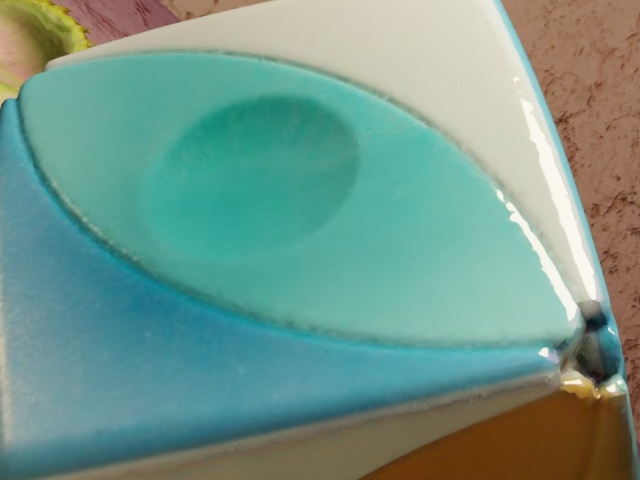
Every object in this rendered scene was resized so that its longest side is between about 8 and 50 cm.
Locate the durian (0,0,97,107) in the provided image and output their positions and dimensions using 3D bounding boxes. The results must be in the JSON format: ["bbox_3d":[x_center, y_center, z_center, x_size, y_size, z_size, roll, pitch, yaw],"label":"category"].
[{"bbox_3d":[-0.330,-0.165,1.305,0.169,0.158,0.352,23,26,-33],"label":"durian"}]

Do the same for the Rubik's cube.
[{"bbox_3d":[0.000,0.073,0.808,0.352,0.347,0.351,70,9,-50],"label":"Rubik's cube"}]
